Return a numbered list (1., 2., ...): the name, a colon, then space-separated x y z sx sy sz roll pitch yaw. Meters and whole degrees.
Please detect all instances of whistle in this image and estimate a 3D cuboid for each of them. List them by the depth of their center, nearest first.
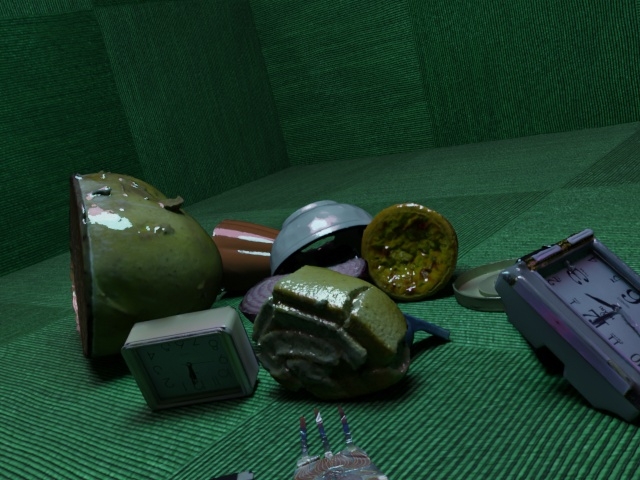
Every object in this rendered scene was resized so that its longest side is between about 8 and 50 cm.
1. whistle: 0.132 0.161 1.121 0.158 0.090 0.090 23 2 -20

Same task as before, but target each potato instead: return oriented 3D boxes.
1. potato: -0.386 0.040 1.483 0.319 0.385 0.442 -3 15 -27

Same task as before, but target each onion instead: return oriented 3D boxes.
1. onion: -0.023 0.129 1.295 0.250 0.111 0.247 -11 14 10

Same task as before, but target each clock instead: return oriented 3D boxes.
1. clock: 0.375 0.106 0.887 0.186 0.083 0.253 -21 54 -28
2. clock: -0.214 0.200 1.122 0.192 0.147 0.071 -11 28 11
3. clock: 0.373 0.078 1.288 0.235 0.029 0.235 -13 14 3

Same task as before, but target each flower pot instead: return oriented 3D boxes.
1. flower pot: -0.169 0.039 1.698 0.173 0.190 0.190 1 17 14

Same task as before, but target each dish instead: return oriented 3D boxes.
1. dish: 0.000 0.000 1.499 0.303 0.120 0.303 -21 -23 -9

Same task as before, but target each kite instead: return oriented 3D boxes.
1. kite: 0.017 0.278 0.870 0.127 0.016 0.229 -11 16 -1

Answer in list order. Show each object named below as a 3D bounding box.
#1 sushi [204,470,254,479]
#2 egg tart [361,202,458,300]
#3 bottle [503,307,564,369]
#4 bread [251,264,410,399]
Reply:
1. sushi: -0.265 0.356 0.723 0.359 0.064 0.343 -14 13 2
2. egg tart: 0.196 0.015 1.400 0.203 0.202 0.147 -8 5 22
3. bottle: 0.341 0.123 1.055 0.072 0.082 0.244 31 15 -6
4. bread: 0.019 0.145 1.047 0.257 0.186 0.124 6 18 34
